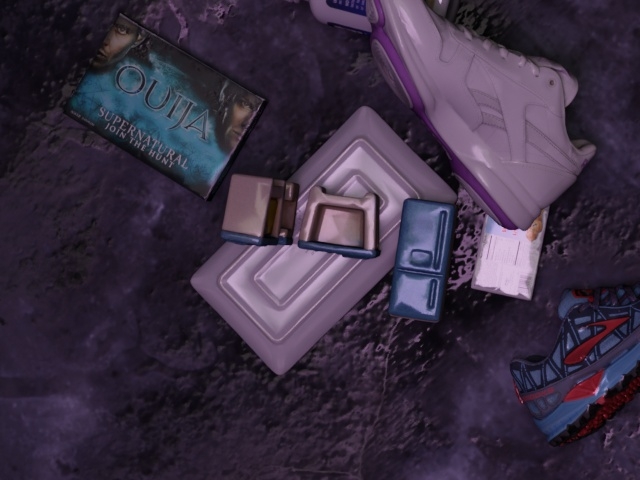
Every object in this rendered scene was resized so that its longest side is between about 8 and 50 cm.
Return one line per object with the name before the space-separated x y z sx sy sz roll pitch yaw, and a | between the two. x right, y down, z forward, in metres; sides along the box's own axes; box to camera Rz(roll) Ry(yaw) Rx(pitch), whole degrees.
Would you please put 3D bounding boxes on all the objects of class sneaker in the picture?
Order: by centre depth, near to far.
sneaker | 0.155 -0.159 1.625 0.152 0.114 0.305 -38 115 0
sneaker | 0.291 0.083 1.647 0.262 0.104 0.125 -44 69 15

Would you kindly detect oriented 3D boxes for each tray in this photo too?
tray | 0.000 0.000 1.741 0.270 0.030 0.145 -45 82 7

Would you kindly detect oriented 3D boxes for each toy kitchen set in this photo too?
toy kitchen set | 0.019 0.009 1.637 0.207 0.166 0.122 8 91 10

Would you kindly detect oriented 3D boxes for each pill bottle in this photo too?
pill bottle | 0.047 -0.265 1.691 0.186 0.112 0.112 16 93 8

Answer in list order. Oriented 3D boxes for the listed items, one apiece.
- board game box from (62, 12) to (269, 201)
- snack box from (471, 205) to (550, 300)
board game box | -0.165 -0.142 1.770 0.186 0.026 0.126 31 95 8
snack box | 0.203 -0.032 1.710 0.064 0.022 0.178 12 92 10
